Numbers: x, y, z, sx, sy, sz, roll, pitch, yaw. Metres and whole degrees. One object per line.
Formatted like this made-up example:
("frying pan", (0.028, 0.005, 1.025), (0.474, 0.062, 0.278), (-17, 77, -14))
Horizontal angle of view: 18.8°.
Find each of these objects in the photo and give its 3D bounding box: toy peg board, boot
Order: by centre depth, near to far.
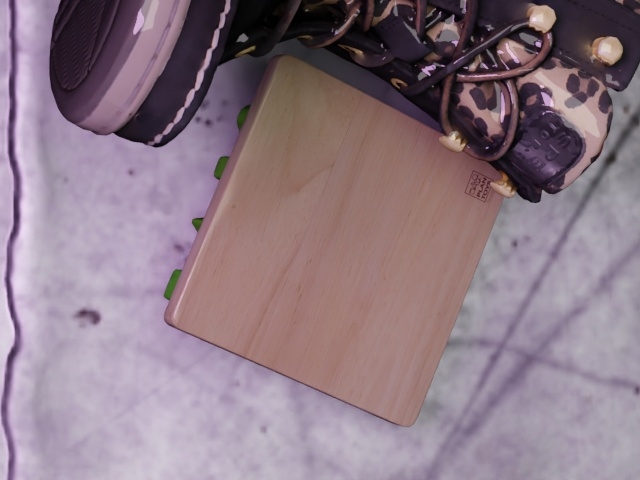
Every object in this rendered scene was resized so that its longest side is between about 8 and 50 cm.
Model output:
("boot", (0.024, -0.117, 0.987), (0.284, 0.377, 0.138), (30, 116, -13))
("toy peg board", (0.000, 0.000, 1.103), (0.161, 0.079, 0.161), (25, 83, -24))
